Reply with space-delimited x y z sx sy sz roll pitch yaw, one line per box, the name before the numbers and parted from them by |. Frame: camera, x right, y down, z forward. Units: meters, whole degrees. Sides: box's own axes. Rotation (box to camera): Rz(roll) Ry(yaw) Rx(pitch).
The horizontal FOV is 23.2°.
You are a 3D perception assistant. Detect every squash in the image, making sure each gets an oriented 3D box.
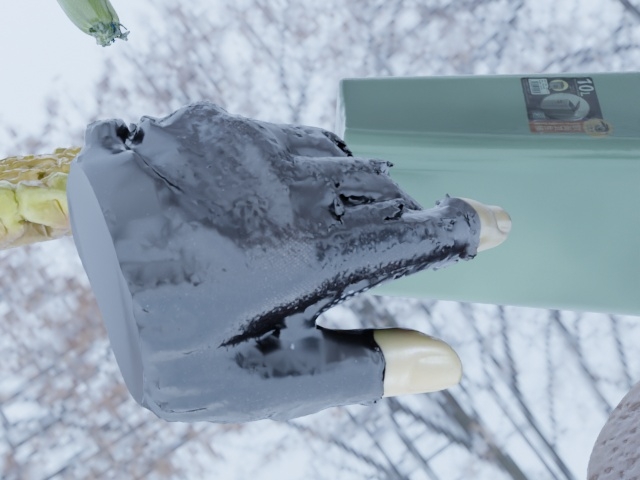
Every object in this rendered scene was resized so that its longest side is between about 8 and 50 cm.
squash | -0.262 -0.270 1.664 0.052 0.183 0.052 -30 -25 -16

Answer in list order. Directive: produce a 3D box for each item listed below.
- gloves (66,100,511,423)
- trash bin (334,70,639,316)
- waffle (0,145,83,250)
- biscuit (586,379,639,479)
gloves | -0.001 -0.003 0.635 0.181 0.129 0.106 -16 -50 -20
trash bin | 0.184 -0.048 1.553 0.343 0.158 0.223 1 -50 -5
waffle | -0.184 -0.035 1.089 0.249 0.056 0.253 -10 7 4
biscuit | 0.178 0.124 0.741 0.180 0.039 0.236 -34 19 40
